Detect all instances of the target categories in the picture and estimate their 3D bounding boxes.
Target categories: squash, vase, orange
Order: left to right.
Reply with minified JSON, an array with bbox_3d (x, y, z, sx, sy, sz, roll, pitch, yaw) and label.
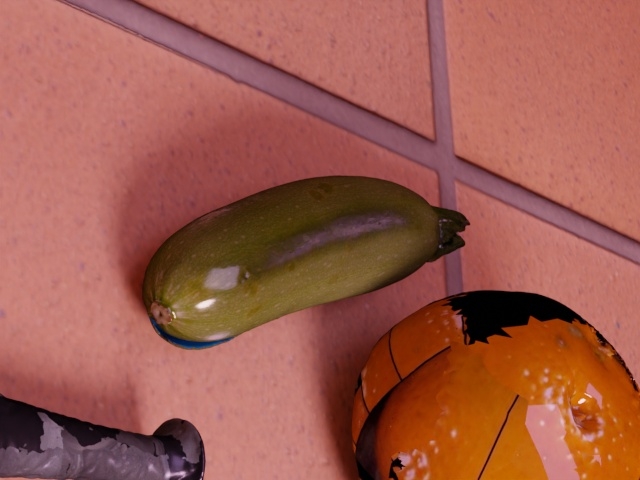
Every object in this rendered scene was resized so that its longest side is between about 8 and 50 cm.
[{"bbox_3d":[-0.144,0.121,1.034,0.167,0.059,0.059,17,59,-44],"label":"vase"},{"bbox_3d":[0.000,0.000,1.239,0.341,0.094,0.094,-15,83,-49],"label":"squash"},{"bbox_3d":[0.128,0.146,1.248,0.234,0.182,0.234,12,67,-32],"label":"orange"}]
